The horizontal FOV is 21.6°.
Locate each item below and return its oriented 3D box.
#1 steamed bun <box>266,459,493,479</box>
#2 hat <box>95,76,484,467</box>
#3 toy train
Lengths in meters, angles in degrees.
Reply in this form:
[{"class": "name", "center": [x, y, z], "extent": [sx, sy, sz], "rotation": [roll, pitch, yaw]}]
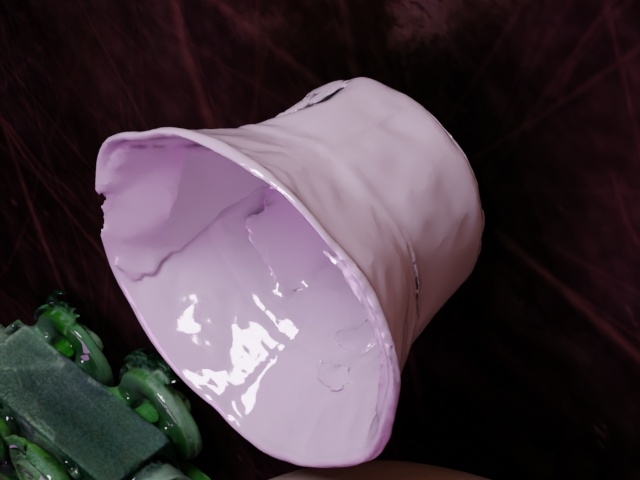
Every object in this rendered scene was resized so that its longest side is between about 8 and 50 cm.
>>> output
[{"class": "steamed bun", "center": [0.015, 0.263, 0.789], "extent": [0.374, 0.374, 0.241], "rotation": [29, 156, 37]}, {"class": "hat", "center": [0.000, 0.000, 0.798], "extent": [0.203, 0.126, 0.203], "rotation": [35, 144, 30]}, {"class": "toy train", "center": [-0.172, 0.158, 1.203], "extent": [0.243, 0.132, 0.188], "rotation": [31, 147, 39]}]
